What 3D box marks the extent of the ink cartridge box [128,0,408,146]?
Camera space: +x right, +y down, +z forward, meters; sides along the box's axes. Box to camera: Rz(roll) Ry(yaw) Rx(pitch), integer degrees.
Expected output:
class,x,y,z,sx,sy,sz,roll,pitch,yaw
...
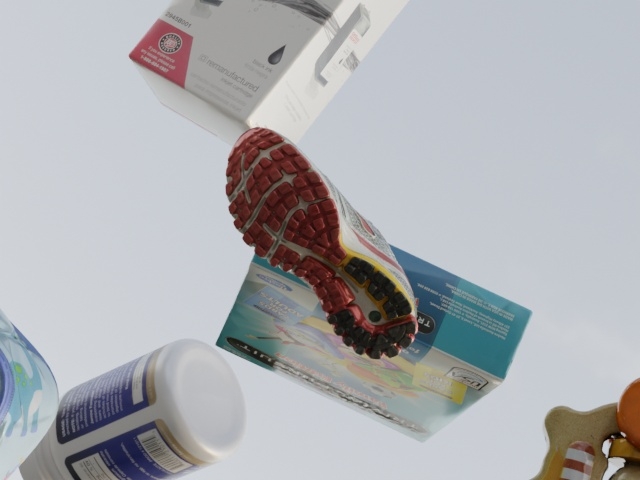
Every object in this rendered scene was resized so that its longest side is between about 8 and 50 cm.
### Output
class,x,y,z,sx,sy,sz,roll,pitch,yaw
ink cartridge box,-0.044,-0.198,1.532,0.158,0.218,0.092,31,-14,30

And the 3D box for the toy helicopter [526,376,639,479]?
class,x,y,z,sx,sy,sz,roll,pitch,yaw
toy helicopter,0.261,0.297,1.799,0.140,0.355,0.235,80,-3,-72

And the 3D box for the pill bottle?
class,x,y,z,sx,sy,sz,roll,pitch,yaw
pill bottle,-0.232,0.229,2.015,0.264,0.153,0.153,-24,-76,30

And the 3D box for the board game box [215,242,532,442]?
class,x,y,z,sx,sy,sz,roll,pitch,yaw
board game box,0.039,0.090,1.655,0.253,0.079,0.336,25,-19,-1

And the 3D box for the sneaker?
class,x,y,z,sx,sy,sz,roll,pitch,yaw
sneaker,0.000,0.000,1.428,0.088,0.093,0.225,-34,-83,16

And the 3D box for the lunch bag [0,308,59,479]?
class,x,y,z,sx,sy,sz,roll,pitch,yaw
lunch bag,-0.260,0.069,0.871,0.219,0.176,0.090,45,5,16
